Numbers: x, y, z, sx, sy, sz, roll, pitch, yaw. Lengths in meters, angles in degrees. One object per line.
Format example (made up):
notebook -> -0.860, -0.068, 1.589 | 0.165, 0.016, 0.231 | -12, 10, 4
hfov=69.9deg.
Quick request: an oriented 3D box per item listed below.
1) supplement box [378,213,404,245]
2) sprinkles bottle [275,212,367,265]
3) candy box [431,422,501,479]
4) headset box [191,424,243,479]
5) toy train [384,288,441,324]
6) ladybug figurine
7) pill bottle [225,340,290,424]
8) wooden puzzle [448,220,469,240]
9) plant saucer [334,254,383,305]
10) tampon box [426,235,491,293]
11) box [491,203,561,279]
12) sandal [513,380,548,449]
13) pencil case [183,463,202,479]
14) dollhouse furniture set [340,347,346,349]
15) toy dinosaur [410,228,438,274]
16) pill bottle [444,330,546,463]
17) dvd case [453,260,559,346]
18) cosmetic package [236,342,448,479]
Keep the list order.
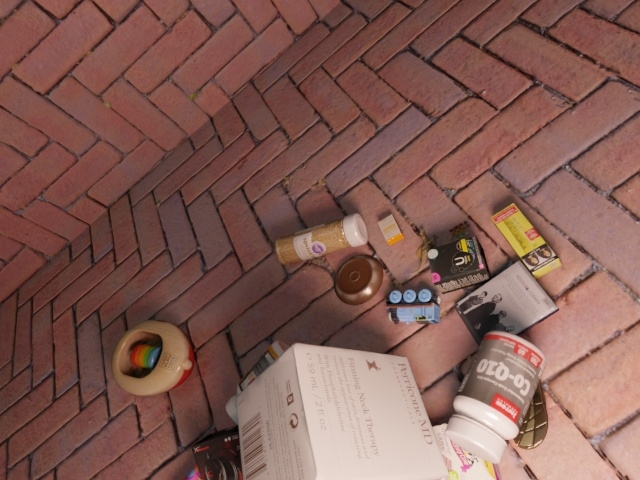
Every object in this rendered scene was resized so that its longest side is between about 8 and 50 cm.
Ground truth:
supplement box -> 0.256, -0.038, 1.662 | 0.062, 0.036, 0.099 | -31, 50, 15
sprinkles bottle -> 0.000, 0.000, 1.756 | 0.355, 0.121, 0.121 | -17, 55, 26
candy box -> 0.337, 0.575, 1.214 | 0.233, 0.071, 0.159 | -22, 52, 21
headset box -> -0.243, 0.733, 1.418 | 0.218, 0.110, 0.294 | -24, 82, 20
toy train -> 0.293, 0.214, 1.460 | 0.184, 0.080, 0.105 | -7, 66, 31
ladybug figurine -> -0.674, 0.488, 1.884 | 0.448, 0.162, 0.305 | 3, 65, 36
pill bottle -> -0.182, 0.492, 1.553 | 0.278, 0.162, 0.162 | -49, 48, -1
wooden puzzle -> 0.465, -0.028, 1.536 | 0.083, 0.006, 0.049 | -31, 50, 14
plant saucer -> 0.128, 0.134, 1.646 | 0.198, 0.036, 0.199 | -17, 55, 26
tampon box -> 0.431, 0.078, 1.430 | 0.160, 0.101, 0.121 | -20, 53, 23
box -> 0.616, 0.000, 1.382 | 0.087, 0.058, 0.232 | -33, 49, 15
sandal -> 0.538, 0.429, 1.181 | 0.089, 0.060, 0.220 | -16, 40, 31
pencil case -> -0.386, 0.790, 1.557 | 0.236, 0.104, 0.104 | -51, 48, 0
dollhouse furniture set -> 0.037, 0.419, 1.470 | 0.144, 0.123, 0.151 | -31, 50, 18
toy dinosaur -> 0.361, 0.041, 1.547 | 0.092, 0.053, 0.183 | -19, 45, 43
pill bottle -> 0.432, 0.383, 1.136 | 0.161, 0.161, 0.283 | 15, 60, 39
dvd case -> 0.528, 0.195, 1.324 | 0.238, 0.029, 0.179 | -39, 48, 18
cosmetic package -> 0.036, 0.500, 1.184 | 0.327, 0.393, 0.330 | -48, 41, 34
